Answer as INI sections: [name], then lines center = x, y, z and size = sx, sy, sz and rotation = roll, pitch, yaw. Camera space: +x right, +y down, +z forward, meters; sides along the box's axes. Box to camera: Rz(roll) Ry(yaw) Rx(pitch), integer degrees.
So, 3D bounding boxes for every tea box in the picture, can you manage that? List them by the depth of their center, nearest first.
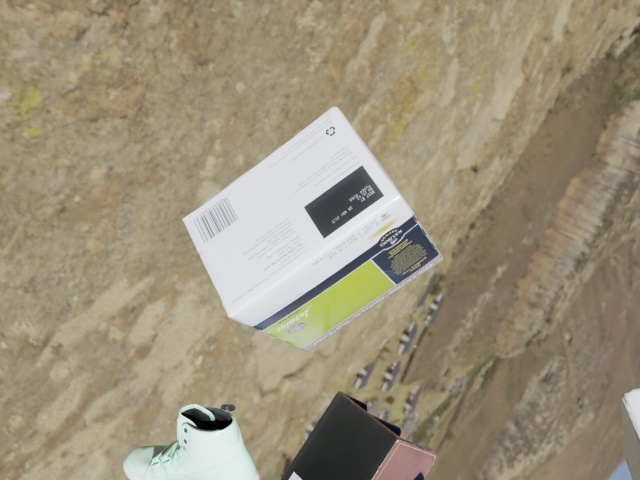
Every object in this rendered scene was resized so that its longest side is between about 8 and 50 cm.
[tea box]
center = 0.000, 0.000, 1.161
size = 0.329, 0.220, 0.323
rotation = -35, 151, 6

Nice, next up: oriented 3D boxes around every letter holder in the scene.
[letter holder]
center = 0.050, 0.463, 1.185
size = 0.302, 0.152, 0.214
rotation = -57, 141, -4

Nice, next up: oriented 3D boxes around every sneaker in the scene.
[sneaker]
center = -0.225, 0.325, 1.054
size = 0.094, 0.256, 0.151
rotation = -43, 126, -59

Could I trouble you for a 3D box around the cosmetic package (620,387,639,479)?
[cosmetic package]
center = 0.525, 0.238, 0.626
size = 0.217, 0.385, 0.156
rotation = -93, 164, -48
